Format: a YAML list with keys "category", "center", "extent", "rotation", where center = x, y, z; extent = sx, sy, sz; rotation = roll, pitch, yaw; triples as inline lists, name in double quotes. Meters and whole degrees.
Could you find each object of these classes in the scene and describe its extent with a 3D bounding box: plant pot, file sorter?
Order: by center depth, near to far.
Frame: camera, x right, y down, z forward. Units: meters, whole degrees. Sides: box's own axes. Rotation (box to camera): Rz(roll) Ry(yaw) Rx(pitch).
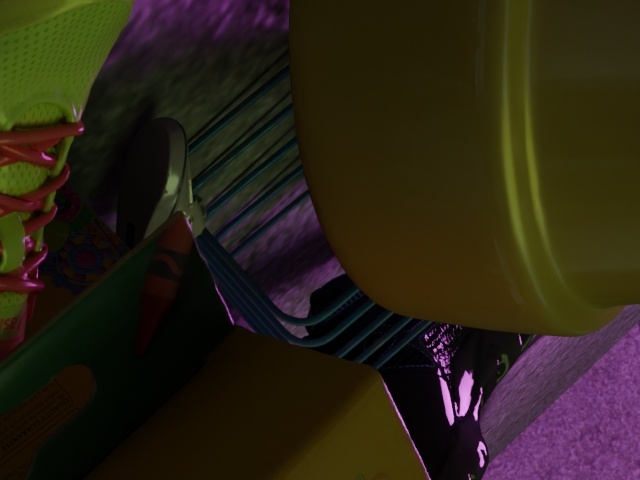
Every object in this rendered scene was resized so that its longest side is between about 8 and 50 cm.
- category: "plant pot"
  center: [0.151, -0.079, 0.523]
  extent: [0.254, 0.239, 0.254]
  rotation: [-23, 117, -57]
- category: "file sorter"
  center: [0.000, 0.000, 0.726]
  extent: [0.104, 0.118, 0.170]
  rotation: [-40, 162, -8]

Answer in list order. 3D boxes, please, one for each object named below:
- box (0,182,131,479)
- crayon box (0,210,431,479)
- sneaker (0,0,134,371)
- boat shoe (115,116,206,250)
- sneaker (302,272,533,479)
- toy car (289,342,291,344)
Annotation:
- category: "box"
  center: [-0.171, 0.174, 0.615]
  extent: [0.290, 0.177, 0.279]
  rotation: [-38, 162, -24]
- category: "crayon box"
  center: [-0.031, 0.176, 0.466]
  extent: [0.202, 0.081, 0.318]
  rotation: [-43, 124, -27]
- category: "sneaker"
  center: [-0.112, -0.008, 0.439]
  extent: [0.208, 0.094, 0.081]
  rotation: [-47, 161, 31]
- category: "boat shoe"
  center: [-0.070, -0.011, 0.632]
  extent: [0.035, 0.035, 0.100]
  rotation: [-9, 122, -38]
- category: "sneaker"
  center: [0.033, 0.104, 0.854]
  extent: [0.125, 0.140, 0.341]
  rotation: [-60, 179, 33]
- category: "toy car"
  center: [-0.075, 0.146, 0.880]
  extent: [0.136, 0.159, 0.182]
  rotation: [-13, 173, 19]
